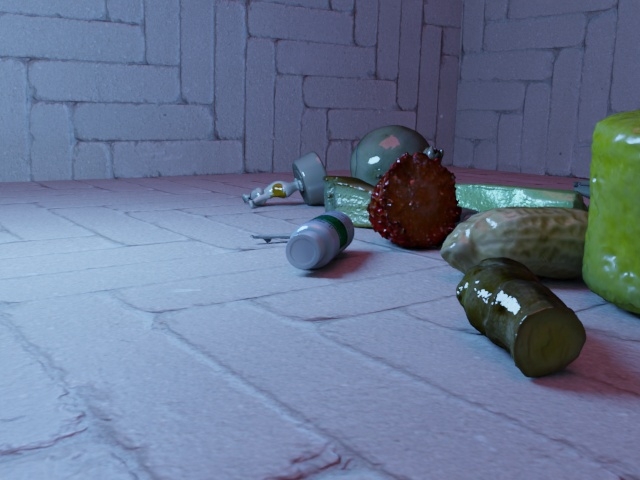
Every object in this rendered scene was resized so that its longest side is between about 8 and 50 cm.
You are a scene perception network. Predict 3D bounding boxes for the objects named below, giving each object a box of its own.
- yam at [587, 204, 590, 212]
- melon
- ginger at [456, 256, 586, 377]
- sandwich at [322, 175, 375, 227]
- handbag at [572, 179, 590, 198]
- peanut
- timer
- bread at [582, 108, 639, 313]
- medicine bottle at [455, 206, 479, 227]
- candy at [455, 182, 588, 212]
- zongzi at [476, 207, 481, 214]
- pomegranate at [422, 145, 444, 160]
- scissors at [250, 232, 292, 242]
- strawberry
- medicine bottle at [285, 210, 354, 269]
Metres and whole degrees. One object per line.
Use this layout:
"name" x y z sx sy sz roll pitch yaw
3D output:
"yam" 0.756 -0.049 1.791 0.068 0.068 0.169 1 14 0
"melon" 0.237 -0.243 2.212 0.269 0.268 0.330 7 17 26
"ginger" 0.248 0.088 0.887 0.109 0.116 0.263 -39 14 7
"sandwich" 0.091 -0.106 1.850 0.128 0.122 0.236 0 11 -16
"handbag" 0.833 -0.092 1.867 0.241 0.109 0.315 27 -2 -16
"peanut" 0.382 0.006 1.254 0.325 0.140 0.153 -2 0 -3
"timer" -0.116 -0.167 2.189 0.266 0.175 0.175 -20 15 -11
"bread" 0.578 -0.038 1.044 0.348 0.307 0.348 8 11 -2
"medicine bottle" 0.320 -0.044 1.656 0.121 0.083 0.229 -2 12 -31
"candy" 0.496 -0.075 1.717 0.344 0.131 0.142 9 15 31
"zongzi" 0.402 -0.008 1.441 0.189 0.081 0.178 12 16 -1
"pomegranate" 0.307 -0.150 1.926 0.179 0.210 0.179 11 -28 6
"scissors" -0.065 -0.008 1.578 0.212 0.021 0.110 -4 15 -28
"strawberry" 0.200 -0.083 1.569 0.234 0.233 0.178 -5 -2 -31
"medicine bottle" 0.000 0.000 1.350 0.095 0.095 0.260 4 12 13
